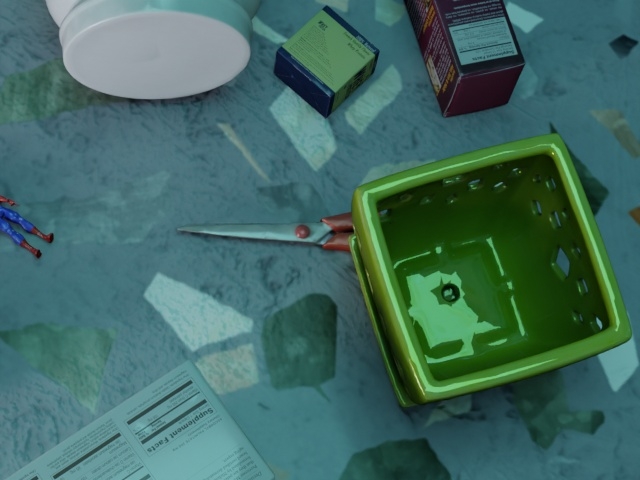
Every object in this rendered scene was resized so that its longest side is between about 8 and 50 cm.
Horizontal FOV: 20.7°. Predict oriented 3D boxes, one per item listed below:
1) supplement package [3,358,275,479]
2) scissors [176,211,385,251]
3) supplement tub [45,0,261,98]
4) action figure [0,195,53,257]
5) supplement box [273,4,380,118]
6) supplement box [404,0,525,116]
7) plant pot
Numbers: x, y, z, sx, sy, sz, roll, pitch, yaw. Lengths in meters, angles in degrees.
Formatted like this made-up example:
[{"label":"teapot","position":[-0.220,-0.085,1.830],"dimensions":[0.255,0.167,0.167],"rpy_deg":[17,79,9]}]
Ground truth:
[{"label":"supplement package","position":[-0.192,0.269,1.665],"dimensions":[0.262,0.204,0.145],"rpy_deg":[-32,73,-17]},{"label":"scissors","position":[0.000,0.000,1.892],"dimensions":[0.297,0.021,0.109],"rpy_deg":[-11,72,-12]},{"label":"supplement tub","position":[-0.183,-0.341,1.893],"dimensions":[0.235,0.235,0.325],"rpy_deg":[-2,68,-7]},{"label":"action figure","position":[-0.339,-0.026,1.864],"dimensions":[0.115,0.030,0.038],"rpy_deg":[32,73,9]},{"label":"supplement box","position":[0.006,-0.200,1.954],"dimensions":[0.083,0.056,0.083],"rpy_deg":[41,70,10]},{"label":"supplement box","position":[0.156,-0.248,1.964],"dimensions":[0.081,0.104,0.188],"rpy_deg":[-13,71,-11]},{"label":"plant pot","position":[0.154,0.045,1.782],"dimensions":[0.227,0.207,0.228],"rpy_deg":[-15,79,-11]}]
